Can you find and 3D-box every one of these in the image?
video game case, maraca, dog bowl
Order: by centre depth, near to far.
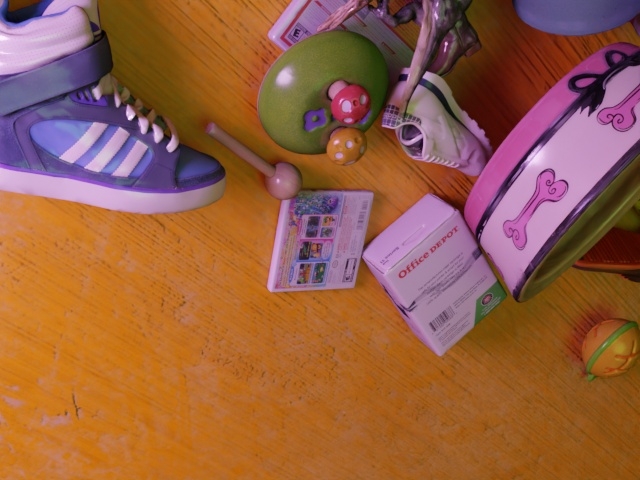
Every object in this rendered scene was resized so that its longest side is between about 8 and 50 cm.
[{"bbox_3d":[0.087,-0.324,1.166,0.204,0.025,0.285,35,94,-36],"label":"video game case"},{"bbox_3d":[0.374,-0.106,1.254,0.408,0.150,0.408,-39,161,-16],"label":"dog bowl"},{"bbox_3d":[0.000,0.000,1.281,0.143,0.019,0.157,-1,114,-28],"label":"video game case"},{"bbox_3d":[0.544,0.208,1.636,0.127,0.099,0.186,-35,151,-7],"label":"maraca"}]

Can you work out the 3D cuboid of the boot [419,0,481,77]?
[{"bbox_3d":[0.157,-0.285,1.187,0.106,0.037,0.114,-38,122,-7],"label":"boot"}]

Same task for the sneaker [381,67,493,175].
[{"bbox_3d":[0.162,-0.144,1.233,0.235,0.090,0.095,37,72,-43],"label":"sneaker"}]

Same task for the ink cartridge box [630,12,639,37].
[{"bbox_3d":[0.539,-0.383,1.155,0.160,0.385,0.279,15,115,9],"label":"ink cartridge box"}]

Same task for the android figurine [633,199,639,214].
[{"bbox_3d":[0.654,-0.136,1.549,0.273,0.056,0.248,35,94,-36],"label":"android figurine"}]

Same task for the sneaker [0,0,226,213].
[{"bbox_3d":[-0.240,-0.167,0.997,0.323,0.130,0.236,5,115,-25],"label":"sneaker"}]

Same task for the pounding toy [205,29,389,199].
[{"bbox_3d":[0.002,-0.145,1.116,0.237,0.110,0.183,-40,139,9],"label":"pounding toy"}]

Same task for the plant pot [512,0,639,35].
[{"bbox_3d":[0.336,-0.420,1.128,0.271,0.271,0.255,-31,139,-13],"label":"plant pot"}]

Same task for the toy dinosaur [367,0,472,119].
[{"bbox_3d":[0.135,-0.299,1.112,0.118,0.064,0.268,33,82,-28],"label":"toy dinosaur"}]

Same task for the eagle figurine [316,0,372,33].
[{"bbox_3d":[0.001,-0.373,0.958,0.226,0.225,0.298,-44,126,11],"label":"eagle figurine"}]

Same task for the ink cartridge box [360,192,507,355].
[{"bbox_3d":[0.178,0.053,1.361,0.153,0.087,0.208,-40,125,-7],"label":"ink cartridge box"}]

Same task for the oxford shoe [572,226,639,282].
[{"bbox_3d":[0.547,0.040,1.556,0.271,0.097,0.098,0,137,-17],"label":"oxford shoe"}]
